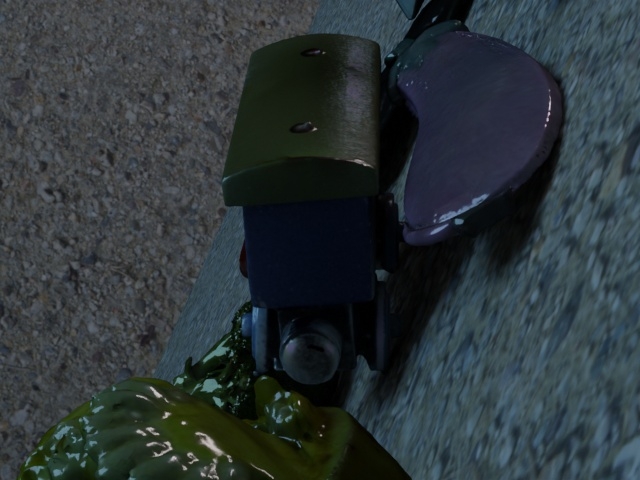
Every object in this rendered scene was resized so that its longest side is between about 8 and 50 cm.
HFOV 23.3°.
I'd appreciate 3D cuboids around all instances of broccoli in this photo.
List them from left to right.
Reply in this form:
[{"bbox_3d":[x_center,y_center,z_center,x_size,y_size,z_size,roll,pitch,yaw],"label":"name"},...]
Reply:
[{"bbox_3d":[-0.052,0.123,1.295,0.162,0.137,0.146,-97,-7,-71],"label":"broccoli"}]

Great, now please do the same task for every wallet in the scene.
[{"bbox_3d":[0.084,-0.171,1.656,0.323,0.041,0.247,-63,8,-23],"label":"wallet"}]

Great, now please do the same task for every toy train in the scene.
[{"bbox_3d":[0.003,-0.027,1.205,0.300,0.131,0.202,-86,-7,-64],"label":"toy train"}]

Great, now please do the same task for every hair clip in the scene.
[{"bbox_3d":[0.107,-0.086,1.113,0.359,0.110,0.096,-91,0,-72],"label":"hair clip"}]

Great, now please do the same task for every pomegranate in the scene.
[{"bbox_3d":[-0.083,0.208,0.710,0.340,0.260,0.260,-37,14,13],"label":"pomegranate"}]

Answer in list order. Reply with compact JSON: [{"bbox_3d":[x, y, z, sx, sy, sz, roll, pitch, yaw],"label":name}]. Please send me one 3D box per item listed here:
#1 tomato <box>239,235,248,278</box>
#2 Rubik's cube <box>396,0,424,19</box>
[{"bbox_3d":[0.000,0.000,1.500,0.139,0.091,0.159,-58,-17,10],"label":"tomato"},{"bbox_3d":[0.075,-0.366,1.738,0.284,0.250,0.234,-35,-52,-72],"label":"Rubik's cube"}]
